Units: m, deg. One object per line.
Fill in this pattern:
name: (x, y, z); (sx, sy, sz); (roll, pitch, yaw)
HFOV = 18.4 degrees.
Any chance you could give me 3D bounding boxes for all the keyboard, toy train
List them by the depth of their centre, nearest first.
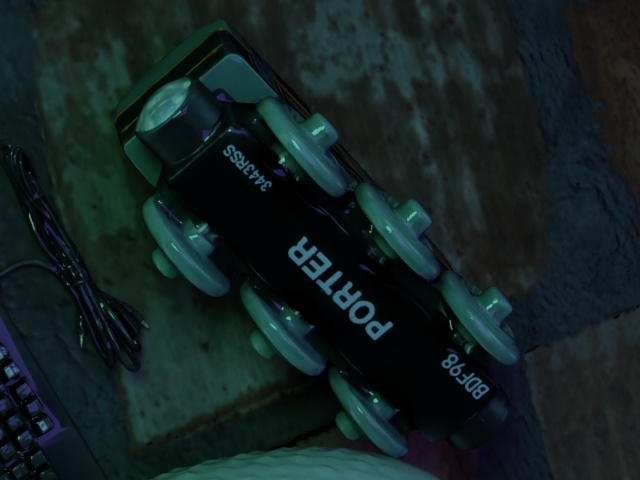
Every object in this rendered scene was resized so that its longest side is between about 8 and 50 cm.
keyboard: (-0.220, 0.037, 1.235); (0.201, 0.033, 0.317); (-38, 108, -30)
toy train: (0.000, 0.000, 1.291); (0.142, 0.190, 0.334); (-41, 117, 10)

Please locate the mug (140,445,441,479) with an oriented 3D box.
mug: (-0.017, 0.265, 1.149); (0.328, 0.374, 0.276); (-21, 102, -40)
